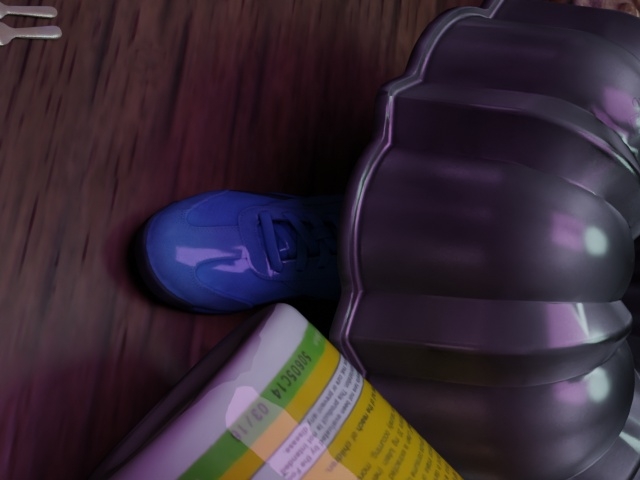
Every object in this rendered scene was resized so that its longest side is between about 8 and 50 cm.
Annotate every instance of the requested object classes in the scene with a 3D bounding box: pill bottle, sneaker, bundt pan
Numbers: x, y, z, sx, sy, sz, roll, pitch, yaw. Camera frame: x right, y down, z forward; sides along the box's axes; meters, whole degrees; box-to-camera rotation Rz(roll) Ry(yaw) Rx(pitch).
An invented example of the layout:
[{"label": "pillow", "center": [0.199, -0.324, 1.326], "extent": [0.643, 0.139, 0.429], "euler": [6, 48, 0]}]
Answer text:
[{"label": "pill bottle", "center": [0.020, 0.159, 0.555], "extent": [0.246, 0.136, 0.136], "euler": [46, 48, -5]}, {"label": "sneaker", "center": [0.000, 0.000, 0.670], "extent": [0.209, 0.082, 0.069], "euler": [3, 73, -40]}, {"label": "bundt pan", "center": [0.153, 0.025, 0.684], "extent": [0.330, 0.124, 0.331], "euler": [-11, 103, -51]}]

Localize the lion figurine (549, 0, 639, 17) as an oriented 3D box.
[{"label": "lion figurine", "center": [0.341, -0.114, 0.901], "extent": [0.392, 0.142, 0.240], "euler": [15, 24, 4]}]

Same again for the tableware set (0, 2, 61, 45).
[{"label": "tableware set", "center": [-0.195, -0.148, 0.596], "extent": [0.154, 0.024, 0.104], "euler": [-8, 78, -43]}]
